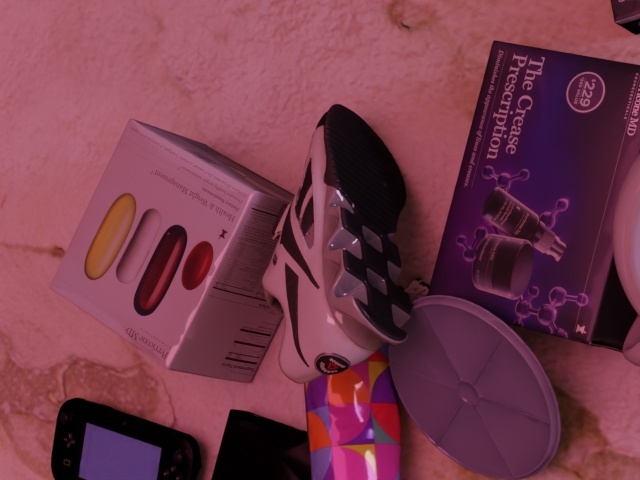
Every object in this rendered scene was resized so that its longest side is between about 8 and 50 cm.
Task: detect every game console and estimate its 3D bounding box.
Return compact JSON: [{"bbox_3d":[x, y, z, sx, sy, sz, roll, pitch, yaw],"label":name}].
[{"bbox_3d":[-0.153,0.271,2.020,0.361,0.044,0.213,14,89,35],"label":"game console"}]

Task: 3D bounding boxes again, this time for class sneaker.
[{"bbox_3d":[0.104,0.054,1.896,0.083,0.032,0.037,-8,77,31],"label":"sneaker"},{"bbox_3d":[0.000,0.000,1.862,0.146,0.122,0.330,-35,32,29],"label":"sneaker"}]

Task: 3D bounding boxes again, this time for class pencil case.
[{"bbox_3d":[0.036,0.202,1.879,0.104,0.104,0.236,-12,77,31],"label":"pencil case"}]

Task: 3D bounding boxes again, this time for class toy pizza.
[{"bbox_3d":[0.149,0.137,1.799,0.201,0.032,0.201,26,134,32],"label":"toy pizza"}]

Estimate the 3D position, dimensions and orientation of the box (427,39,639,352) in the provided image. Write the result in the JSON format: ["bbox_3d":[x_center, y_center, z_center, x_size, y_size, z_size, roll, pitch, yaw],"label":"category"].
[{"bbox_3d":[0.228,-0.042,1.793,0.184,0.103,0.261,14,89,32],"label":"box"}]

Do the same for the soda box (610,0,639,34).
[{"bbox_3d":[0.303,-0.288,1.814,0.060,0.053,0.169,-17,73,30],"label":"soda box"}]

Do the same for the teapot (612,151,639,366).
[{"bbox_3d":[0.374,-0.015,1.649,0.256,0.187,0.252,-6,105,15],"label":"teapot"}]

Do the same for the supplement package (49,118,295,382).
[{"bbox_3d":[-0.138,0.012,1.991,0.194,0.149,0.203,30,97,33],"label":"supplement package"}]
